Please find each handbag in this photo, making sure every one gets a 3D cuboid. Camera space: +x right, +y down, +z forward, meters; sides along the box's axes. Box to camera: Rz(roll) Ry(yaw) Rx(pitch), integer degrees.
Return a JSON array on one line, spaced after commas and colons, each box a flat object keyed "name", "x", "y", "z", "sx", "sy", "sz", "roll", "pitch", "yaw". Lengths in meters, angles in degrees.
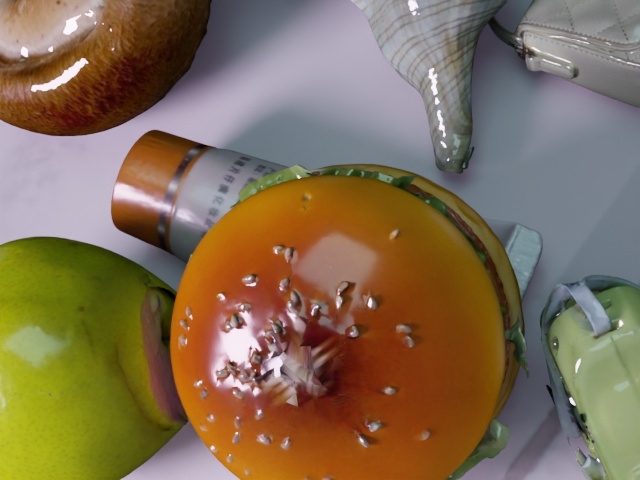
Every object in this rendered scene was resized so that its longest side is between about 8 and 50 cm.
[{"name": "handbag", "x": 0.242, "y": -0.233, "z": 0.983, "sx": 0.219, "sy": 0.079, "sz": 0.256, "roll": 25, "pitch": 72, "yaw": 28}]

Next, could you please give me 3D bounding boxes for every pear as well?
[{"name": "pear", "x": -0.204, "y": 0.090, "z": 0.887, "sx": 0.219, "sy": 0.187, "sz": 0.188, "roll": -3, "pitch": 65, "yaw": 18}]

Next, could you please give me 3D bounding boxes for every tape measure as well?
[{"name": "tape measure", "x": 0.193, "y": 0.099, "z": 0.797, "sx": 0.087, "sy": 0.154, "sz": 0.178, "roll": -22, "pitch": 93, "yaw": 6}]

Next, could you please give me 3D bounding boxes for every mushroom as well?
[{"name": "mushroom", "x": -0.193, "y": -0.204, "z": 1.021, "sx": 0.253, "sy": 0.153, "sz": 0.253, "roll": -8, "pitch": 77, "yaw": 35}]

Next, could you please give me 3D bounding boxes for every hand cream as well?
[{"name": "hand cream", "x": 0.000, "y": 0.000, "z": 0.927, "sx": 0.314, "sy": 0.089, "sz": 0.140, "roll": 24, "pitch": 85, "yaw": 17}]

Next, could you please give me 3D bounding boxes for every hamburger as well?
[{"name": "hamburger", "x": 0.014, "y": 0.070, "z": 0.804, "sx": 0.246, "sy": 0.170, "sz": 0.246, "roll": 2, "pitch": 98, "yaw": 16}]

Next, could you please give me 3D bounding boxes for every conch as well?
[{"name": "conch", "x": 0.079, "y": -0.188, "z": 0.965, "sx": 0.137, "sy": 0.114, "sz": 0.234, "roll": 39, "pitch": 109, "yaw": 62}]
